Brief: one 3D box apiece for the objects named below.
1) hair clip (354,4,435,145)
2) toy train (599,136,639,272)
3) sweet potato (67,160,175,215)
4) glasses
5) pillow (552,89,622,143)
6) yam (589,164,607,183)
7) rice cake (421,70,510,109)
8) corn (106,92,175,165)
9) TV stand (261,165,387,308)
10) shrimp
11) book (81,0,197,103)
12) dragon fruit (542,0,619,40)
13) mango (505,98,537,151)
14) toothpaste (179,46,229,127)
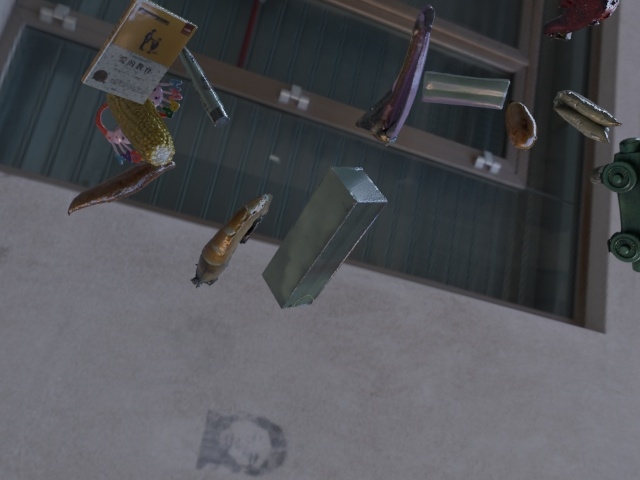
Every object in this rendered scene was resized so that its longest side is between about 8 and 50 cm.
[{"bbox_3d":[0.147,-0.282,1.069,0.110,0.095,0.359,-47,176,-22],"label":"hair clip"},{"bbox_3d":[0.877,-0.089,1.484,0.237,0.150,0.369,2,-70,47],"label":"toy train"},{"bbox_3d":[-0.534,-0.147,1.549,0.072,0.314,0.066,47,-21,30],"label":"sweet potato"},{"bbox_3d":[-0.430,-0.302,1.388,0.255,0.162,0.095,-53,175,16],"label":"glasses"},{"bbox_3d":[0.703,-0.339,1.537,0.078,0.181,0.134,-59,175,28],"label":"pillow"},{"bbox_3d":[0.848,-0.198,1.729,0.132,0.054,0.054,-9,117,-76],"label":"yam"},{"bbox_3d":[0.378,-0.393,1.505,0.042,0.221,0.080,-53,150,-59],"label":"rice cake"},{"bbox_3d":[-0.383,-0.254,1.217,0.260,0.091,0.091,52,-43,35],"label":"corn"},{"bbox_3d":[0.000,0.000,0.996,0.088,0.082,0.269,56,-51,28],"label":"TV stand"},{"bbox_3d":[-0.263,0.006,1.666,0.272,0.085,0.445,-48,179,-45],"label":"shrimp"},{"bbox_3d":[-0.292,-0.303,0.927,0.172,0.118,0.012,-45,-120,23],"label":"book"},{"bbox_3d":[0.670,-0.593,1.514,0.192,0.122,0.092,-17,-136,52],"label":"dragon fruit"},{"bbox_3d":[0.453,-0.261,1.297,0.077,0.063,0.127,45,36,-59],"label":"mango"},{"bbox_3d":[-0.265,-0.348,1.245,0.239,0.039,0.062,60,-3,16],"label":"toothpaste"}]
